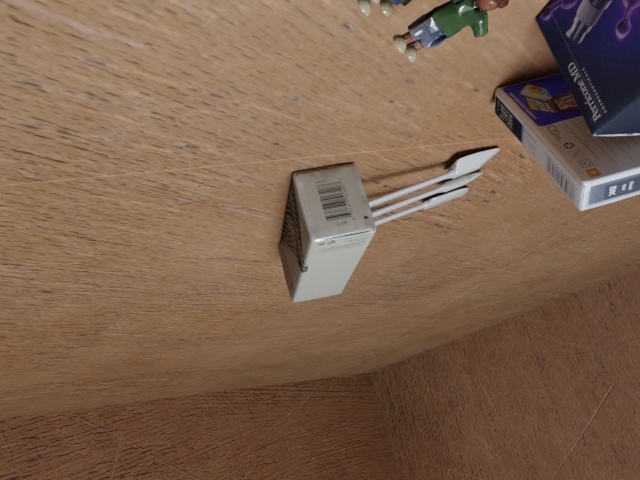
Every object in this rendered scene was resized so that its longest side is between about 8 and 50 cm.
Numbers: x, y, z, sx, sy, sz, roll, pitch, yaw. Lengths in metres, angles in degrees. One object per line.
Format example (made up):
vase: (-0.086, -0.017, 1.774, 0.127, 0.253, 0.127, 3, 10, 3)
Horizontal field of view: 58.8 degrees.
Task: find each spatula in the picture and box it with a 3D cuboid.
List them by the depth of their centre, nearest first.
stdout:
spatula: (0.155, -0.073, 0.899, 0.242, 0.019, 0.168, -19, 166, -14)

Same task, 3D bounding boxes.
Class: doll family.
doll family: (0.075, -0.220, 0.421, 0.111, 0.076, 0.193, -23, 156, 31)

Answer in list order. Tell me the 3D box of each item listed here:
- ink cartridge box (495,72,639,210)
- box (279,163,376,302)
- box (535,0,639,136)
ink cartridge box: (0.340, -0.136, 0.647, 0.208, 0.206, 0.045, -16, 133, -1)
box: (0.000, 0.000, 0.877, 0.094, 0.113, 0.275, -10, 158, -13)
box: (0.321, -0.212, 0.507, 0.108, 0.153, 0.207, -6, 157, -23)
